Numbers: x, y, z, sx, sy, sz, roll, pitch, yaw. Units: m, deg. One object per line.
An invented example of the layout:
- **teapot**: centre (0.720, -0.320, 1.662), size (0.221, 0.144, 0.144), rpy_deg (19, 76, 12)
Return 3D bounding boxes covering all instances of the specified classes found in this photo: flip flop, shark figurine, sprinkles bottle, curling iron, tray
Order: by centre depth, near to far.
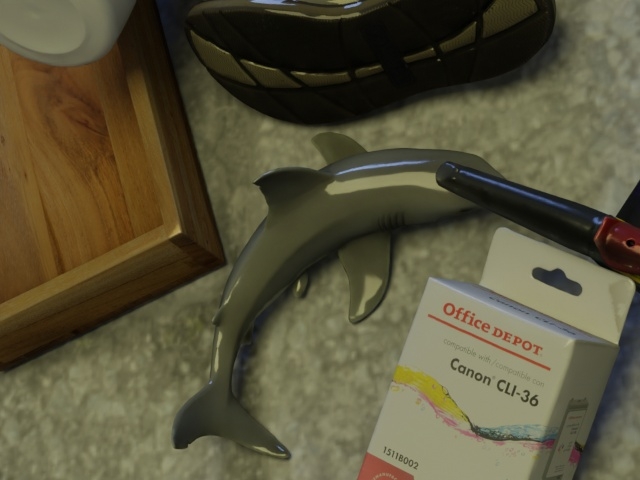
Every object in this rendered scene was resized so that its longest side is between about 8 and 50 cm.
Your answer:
- **curling iron**: centre (0.176, 0.009, 1.201), size (0.068, 0.035, 0.274), rpy_deg (-35, 51, -30)
- **shark figurine**: centre (-0.026, 0.007, 1.347), size (0.278, 0.116, 0.166), rpy_deg (-47, 55, 1)
- **flip flop**: centre (0.035, -0.156, 1.394), size (0.277, 0.112, 0.080), rpy_deg (-10, 40, 27)
- **sprinkles bottle**: centre (-0.146, -0.294, 1.466), size (0.121, 0.121, 0.355), rpy_deg (1, 52, 28)
- **tray**: centre (-0.218, -0.125, 1.525), size (0.203, 0.076, 0.411), rpy_deg (-25, 61, 16)

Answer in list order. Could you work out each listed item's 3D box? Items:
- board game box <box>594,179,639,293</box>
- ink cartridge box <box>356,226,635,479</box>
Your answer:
- **board game box**: centre (0.301, -0.018, 1.214), size (0.194, 0.060, 0.194), rpy_deg (32, 86, 34)
- **ink cartridge box**: centre (0.107, 0.097, 1.234), size (0.115, 0.067, 0.198), rpy_deg (23, 97, 34)
